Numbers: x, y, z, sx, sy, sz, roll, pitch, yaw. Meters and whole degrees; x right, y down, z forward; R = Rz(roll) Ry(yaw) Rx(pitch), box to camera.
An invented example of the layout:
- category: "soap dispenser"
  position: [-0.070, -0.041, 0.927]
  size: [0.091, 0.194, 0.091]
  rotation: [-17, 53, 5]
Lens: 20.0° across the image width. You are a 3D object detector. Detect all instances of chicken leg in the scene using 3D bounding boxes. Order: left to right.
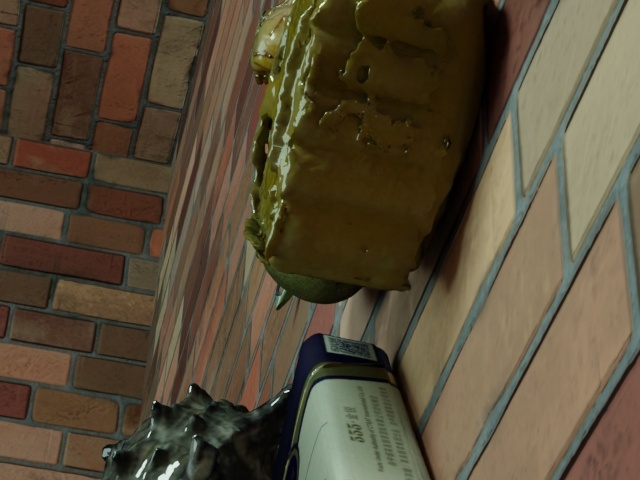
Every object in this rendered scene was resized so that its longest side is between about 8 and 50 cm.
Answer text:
- category: "chicken leg"
  position: [-0.025, -0.228, 1.961]
  size: [0.207, 0.085, 0.101]
  rotation: [-77, -9, -54]

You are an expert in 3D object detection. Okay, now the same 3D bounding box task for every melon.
- category: "melon"
  position: [0.000, 0.000, 1.436]
  size: [0.162, 0.099, 0.099]
  rotation: [-120, 41, -75]

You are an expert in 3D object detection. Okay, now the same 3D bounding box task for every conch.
- category: "conch"
  position: [-0.088, 0.242, 1.418]
  size: [0.313, 0.186, 0.241]
  rotation: [91, -179, -69]

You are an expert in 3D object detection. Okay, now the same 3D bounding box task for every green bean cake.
- category: "green bean cake"
  position: [0.029, -0.088, 1.236]
  size: [0.230, 0.131, 0.224]
  rotation: [-111, 35, -80]

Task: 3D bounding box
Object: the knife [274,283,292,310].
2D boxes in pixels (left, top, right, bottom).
- category: "knife"
  position: [-0.020, -0.018, 1.837]
  size: [0.022, 0.026, 0.184]
  rotation: [34, -115, -67]

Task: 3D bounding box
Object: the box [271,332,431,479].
- category: "box"
  position: [0.013, 0.182, 1.206]
  size: [0.259, 0.071, 0.168]
  rotation: [-111, 32, -72]
